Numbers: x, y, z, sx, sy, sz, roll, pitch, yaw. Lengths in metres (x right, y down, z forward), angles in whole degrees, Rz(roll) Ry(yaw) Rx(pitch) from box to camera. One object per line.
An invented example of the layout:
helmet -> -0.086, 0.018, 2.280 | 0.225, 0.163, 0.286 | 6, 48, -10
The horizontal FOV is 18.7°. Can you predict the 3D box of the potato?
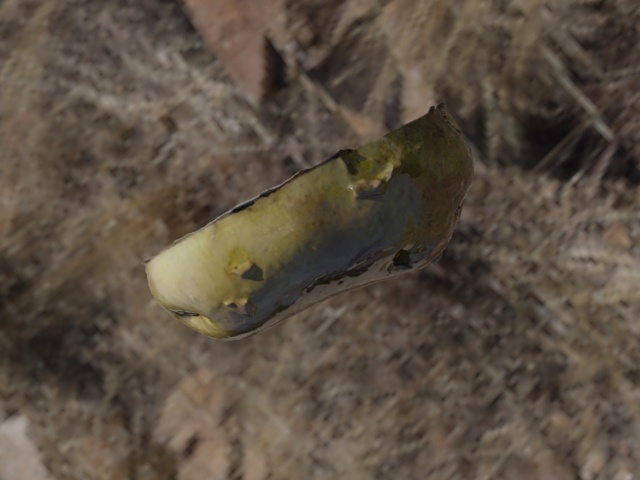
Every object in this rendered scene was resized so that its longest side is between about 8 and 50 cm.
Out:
potato -> 0.000, 0.000, 1.105 | 0.200, 0.164, 0.081 | -26, 91, 11
